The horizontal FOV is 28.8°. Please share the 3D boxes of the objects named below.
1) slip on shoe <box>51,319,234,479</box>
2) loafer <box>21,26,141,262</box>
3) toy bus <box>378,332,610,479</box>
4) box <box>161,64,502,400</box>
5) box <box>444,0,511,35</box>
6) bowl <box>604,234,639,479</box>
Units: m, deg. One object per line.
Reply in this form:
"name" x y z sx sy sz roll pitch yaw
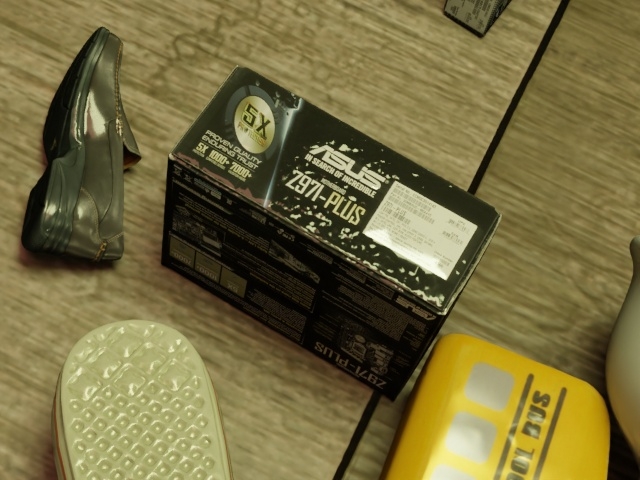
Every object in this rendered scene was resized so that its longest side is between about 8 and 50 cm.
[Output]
"slip on shoe" -0.087 0.203 0.648 0.123 0.101 0.331 -4 55 -11
"loafer" -0.149 -0.062 0.820 0.061 0.062 0.170 20 63 -24
"toy bus" 0.066 0.227 0.674 0.130 0.108 0.332 22 62 3
"box" 0.000 0.000 0.756 0.180 0.147 0.077 30 63 7
"box" 0.168 -0.268 0.895 0.045 0.190 0.184 35 62 11
"bowl" 0.269 0.130 0.691 0.298 0.298 0.134 33 92 8
